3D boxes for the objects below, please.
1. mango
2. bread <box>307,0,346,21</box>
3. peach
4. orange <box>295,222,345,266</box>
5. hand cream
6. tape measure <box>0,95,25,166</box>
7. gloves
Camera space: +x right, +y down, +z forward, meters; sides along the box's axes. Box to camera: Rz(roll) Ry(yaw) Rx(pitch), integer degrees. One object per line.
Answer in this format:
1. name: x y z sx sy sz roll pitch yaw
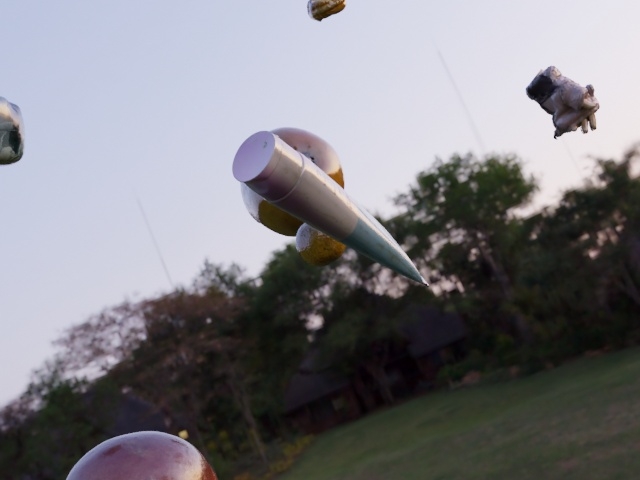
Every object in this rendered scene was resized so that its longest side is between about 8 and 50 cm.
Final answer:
1. mango: -0.082 -0.137 2.331 0.221 0.264 0.378 -12 1 -24
2. bread: 0.012 -0.483 1.985 0.083 0.044 0.111 -28 20 2
3. peach: -0.275 0.421 1.537 0.252 0.252 0.252 -23 -11 -5
4. orange: 0.000 0.000 1.618 0.085 0.085 0.095 -23 18 -4
5. hand cream: 0.019 -0.032 1.210 0.070 0.111 0.312 -46 -50 10
6. tape measure: -0.713 -0.212 1.874 0.275 0.147 0.256 -4 4 1
7. gloves: 0.455 -0.263 1.815 0.110 0.144 0.094 -27 12 35
